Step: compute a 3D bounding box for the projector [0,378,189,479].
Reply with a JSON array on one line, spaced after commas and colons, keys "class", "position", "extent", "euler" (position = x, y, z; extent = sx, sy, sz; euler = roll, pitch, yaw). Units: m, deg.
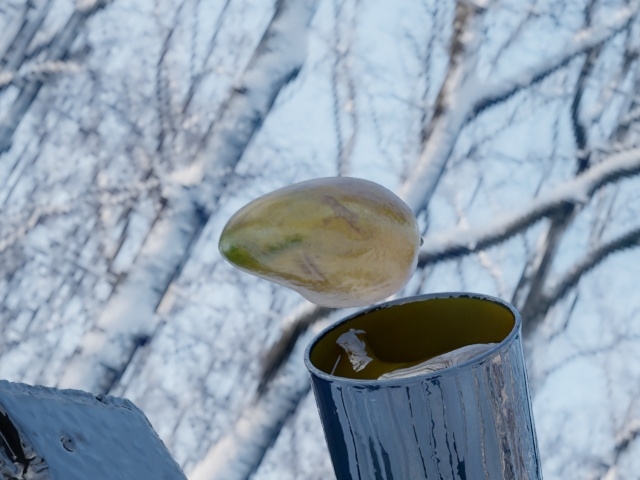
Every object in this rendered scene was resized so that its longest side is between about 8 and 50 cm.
[{"class": "projector", "position": [-0.315, 0.317, 1.217], "extent": [0.242, 0.405, 0.395], "euler": [52, 15, 24]}]

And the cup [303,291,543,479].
[{"class": "cup", "position": [0.074, 0.107, 0.877], "extent": [0.113, 0.150, 0.138], "euler": [13, -60, 52]}]

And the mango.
[{"class": "mango", "position": [0.006, -0.002, 1.182], "extent": [0.115, 0.089, 0.165], "euler": [-23, -26, 28]}]
